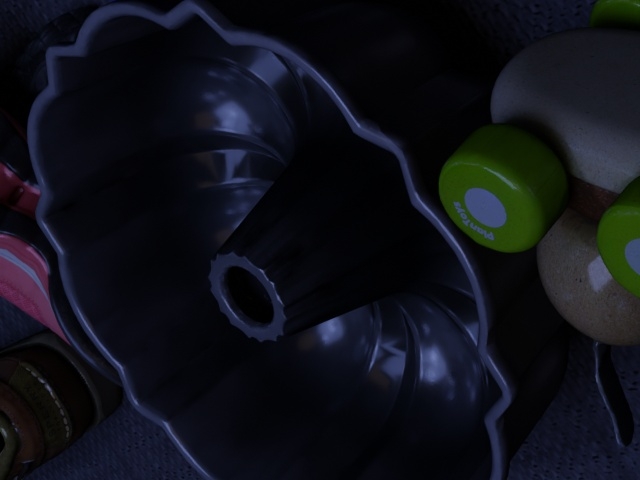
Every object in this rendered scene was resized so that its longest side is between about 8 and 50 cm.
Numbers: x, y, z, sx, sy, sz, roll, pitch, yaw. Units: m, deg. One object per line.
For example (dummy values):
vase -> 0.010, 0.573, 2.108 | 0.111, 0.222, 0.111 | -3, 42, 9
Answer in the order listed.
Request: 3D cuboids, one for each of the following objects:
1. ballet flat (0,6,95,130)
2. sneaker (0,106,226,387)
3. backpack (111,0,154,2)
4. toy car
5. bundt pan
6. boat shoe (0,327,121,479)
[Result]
ballet flat -> -0.179, -0.096, 1.081 | 0.057, 0.049, 0.173 | 33, 150, -21
sneaker -> -0.165, -0.003, 1.083 | 0.314, 0.116, 0.136 | 37, 170, -4
backpack -> -0.081, -0.185, 0.875 | 0.101, 0.098, 0.120 | 56, 154, 10
toy car -> 0.153, 0.003, 0.753 | 0.149, 0.155, 0.188 | 20, 140, 33
bundt pan -> 0.000, 0.000, 0.900 | 0.331, 0.124, 0.330 | 28, 137, 30
boat shoe -> -0.273, 0.148, 1.287 | 0.110, 0.104, 0.307 | 53, 140, -1
